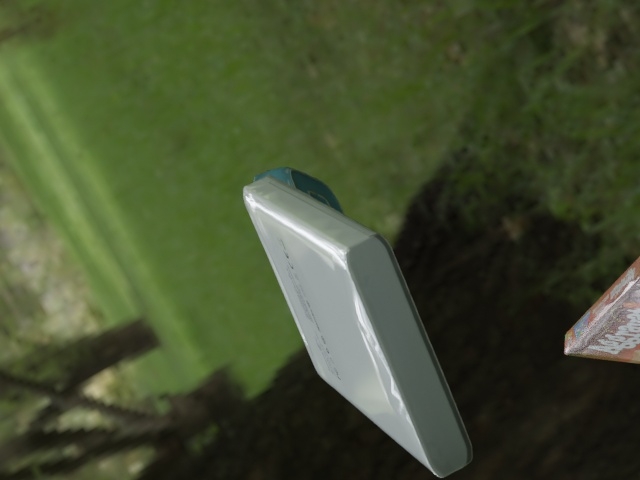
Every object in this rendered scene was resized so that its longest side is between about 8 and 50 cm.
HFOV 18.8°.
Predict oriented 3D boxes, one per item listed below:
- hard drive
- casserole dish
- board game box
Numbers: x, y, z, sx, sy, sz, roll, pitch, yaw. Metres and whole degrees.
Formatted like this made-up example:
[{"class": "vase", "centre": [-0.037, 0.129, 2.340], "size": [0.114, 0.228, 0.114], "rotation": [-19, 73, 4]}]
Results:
[{"class": "hard drive", "centre": [0.024, 0.062, 1.614], "size": [0.203, 0.040, 0.307], "rotation": [67, 168, -16]}, {"class": "casserole dish", "centre": [0.000, 0.000, 1.871], "size": [0.114, 0.037, 0.188], "rotation": [22, -143, -54]}, {"class": "board game box", "centre": [0.346, 0.075, 1.909], "size": [0.281, 0.145, 0.027], "rotation": [112, 165, -70]}]
